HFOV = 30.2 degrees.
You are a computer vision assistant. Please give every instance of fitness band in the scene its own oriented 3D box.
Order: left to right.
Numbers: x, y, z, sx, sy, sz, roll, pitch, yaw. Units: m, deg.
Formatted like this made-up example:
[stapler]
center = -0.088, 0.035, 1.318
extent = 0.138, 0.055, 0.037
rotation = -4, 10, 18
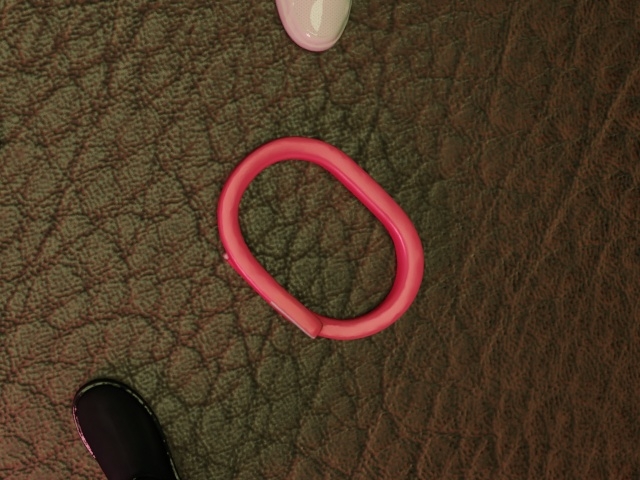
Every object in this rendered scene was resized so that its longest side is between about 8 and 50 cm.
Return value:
[fitness band]
center = 0.000, 0.000, 1.528
extent = 0.291, 0.054, 0.209
rotation = 44, 82, -11

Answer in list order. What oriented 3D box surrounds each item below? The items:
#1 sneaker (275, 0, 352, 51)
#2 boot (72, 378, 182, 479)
[sneaker]
center = 0.010, -0.384, 1.448
extent = 0.108, 0.169, 0.292
rotation = 2, 94, -13
[boot]
center = -0.214, 0.287, 1.420
extent = 0.094, 0.207, 0.246
rotation = -30, 97, -8
